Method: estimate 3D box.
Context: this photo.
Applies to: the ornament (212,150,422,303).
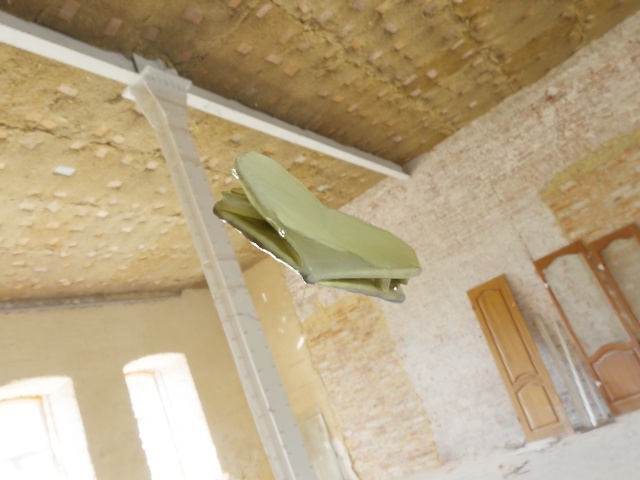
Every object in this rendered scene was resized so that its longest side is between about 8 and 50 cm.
[{"bbox_3d":[0.000,0.000,0.444,0.059,0.201,0.180,-60,6,17],"label":"ornament"}]
